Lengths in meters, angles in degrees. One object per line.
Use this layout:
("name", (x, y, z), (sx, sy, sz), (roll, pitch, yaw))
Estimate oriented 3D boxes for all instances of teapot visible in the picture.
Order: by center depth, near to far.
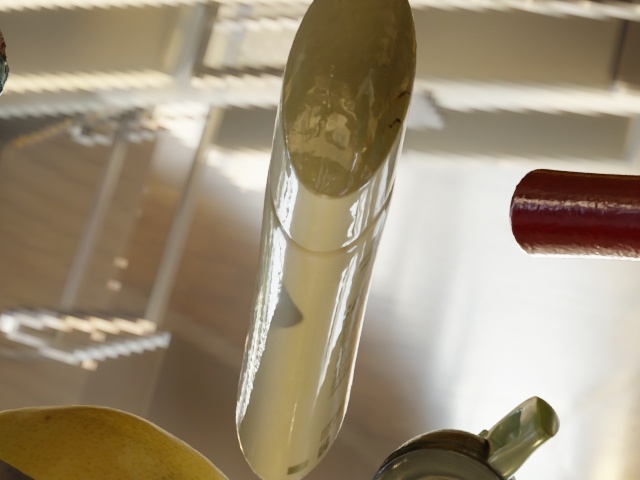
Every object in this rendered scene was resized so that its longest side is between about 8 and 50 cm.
("teapot", (0.092, 0.149, 1.142), (0.124, 0.092, 0.091), (-14, -167, 16))

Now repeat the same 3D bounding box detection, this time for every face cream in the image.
("face cream", (0.000, 0.000, 1.259), (0.081, 0.173, 0.348), (11, 140, 1))

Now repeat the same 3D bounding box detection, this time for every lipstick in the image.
("lipstick", (0.263, -0.017, 1.538), (0.241, 0.080, 0.080), (3, 158, 45))

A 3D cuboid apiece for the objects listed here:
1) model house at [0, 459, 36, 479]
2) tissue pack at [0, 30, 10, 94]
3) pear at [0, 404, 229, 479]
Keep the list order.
("model house", (-0.341, 0.282, 1.127), (0.445, 0.395, 0.400), (31, 179, -32))
("tissue pack", (-0.421, -0.098, 1.429), (0.315, 0.103, 0.228), (14, 118, -31))
("pear", (-0.188, 0.277, 1.459), (0.314, 0.314, 0.314), (13, 159, 5))
